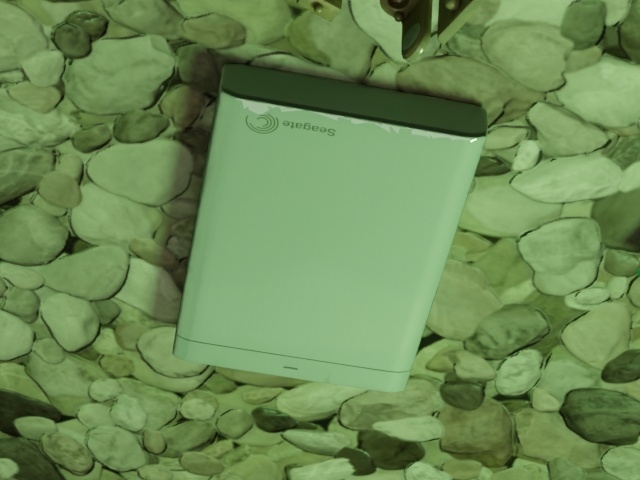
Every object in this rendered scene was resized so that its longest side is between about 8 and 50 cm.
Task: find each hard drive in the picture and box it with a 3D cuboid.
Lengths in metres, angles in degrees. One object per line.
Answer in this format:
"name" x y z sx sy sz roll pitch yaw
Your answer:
"hard drive" 0.000 0.000 1.765 0.233 0.047 0.353 9 135 -5

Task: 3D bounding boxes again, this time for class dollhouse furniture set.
"dollhouse furniture set" 0.028 -0.215 1.484 0.151 0.123 0.144 27 132 -21

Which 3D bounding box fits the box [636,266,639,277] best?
"box" 0.388 0.027 1.761 0.179 0.043 0.105 22 134 -20
